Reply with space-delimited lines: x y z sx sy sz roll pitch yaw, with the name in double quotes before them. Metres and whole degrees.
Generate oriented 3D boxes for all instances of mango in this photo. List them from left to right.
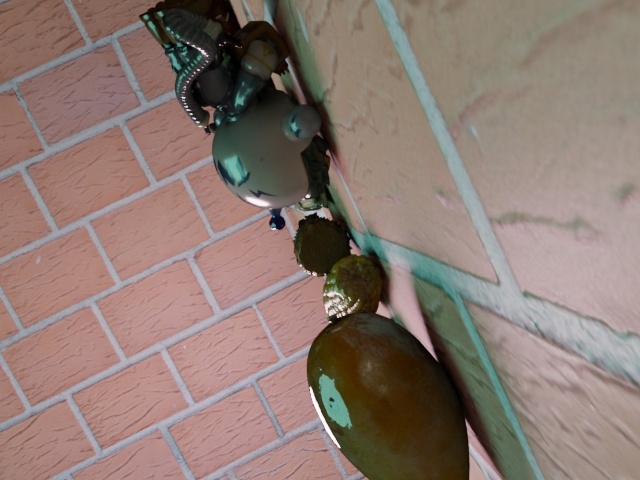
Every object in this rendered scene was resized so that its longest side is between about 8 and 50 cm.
"mango" 0.116 0.274 0.930 0.383 0.199 0.221 63 175 -7

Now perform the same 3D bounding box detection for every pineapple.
"pineapple" 0.000 -0.001 1.353 0.248 0.128 0.128 -107 -8 -79

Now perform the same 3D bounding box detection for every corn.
"corn" 0.062 0.105 1.208 0.120 0.121 0.363 63 173 16

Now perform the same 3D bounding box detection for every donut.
"donut" -0.252 -0.513 1.452 0.216 0.096 0.230 59 175 24

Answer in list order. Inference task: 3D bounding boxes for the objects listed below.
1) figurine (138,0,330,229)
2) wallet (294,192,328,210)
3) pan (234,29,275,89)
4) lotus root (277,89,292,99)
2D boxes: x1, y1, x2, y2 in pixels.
"figurine" -0.111 -0.201 0.946 0.381 0.186 0.261 60 170 -31
"wallet" -0.060 -0.168 1.396 0.309 0.077 0.223 -148 36 -81
"pan" -0.133 -0.367 1.309 0.136 0.028 0.235 61 179 23
"lotus root" -0.072 -0.225 1.147 0.144 0.070 0.143 54 177 44
